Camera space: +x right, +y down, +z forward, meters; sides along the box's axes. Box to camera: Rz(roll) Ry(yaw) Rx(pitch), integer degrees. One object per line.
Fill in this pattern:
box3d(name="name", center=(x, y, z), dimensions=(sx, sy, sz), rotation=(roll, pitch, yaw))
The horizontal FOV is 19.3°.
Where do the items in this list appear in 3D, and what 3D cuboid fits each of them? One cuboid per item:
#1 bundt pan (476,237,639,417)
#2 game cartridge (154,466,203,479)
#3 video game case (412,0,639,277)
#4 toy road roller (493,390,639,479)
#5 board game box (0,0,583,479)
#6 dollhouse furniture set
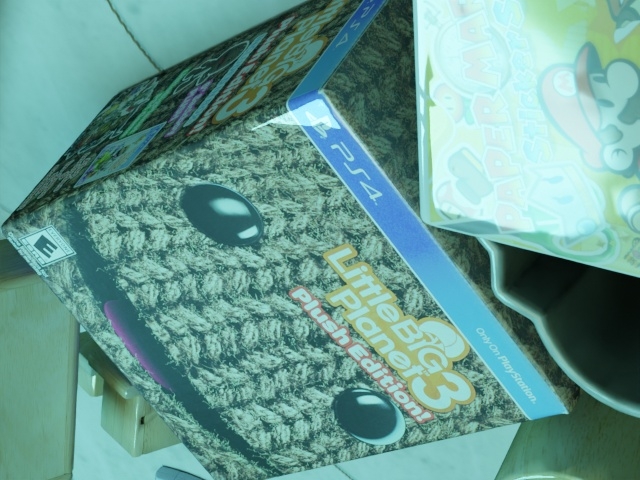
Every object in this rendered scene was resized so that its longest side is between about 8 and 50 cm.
box3d(name="bundt pan", center=(0.230, -0.052, 0.898), dimensions=(0.331, 0.124, 0.331), rotation=(19, 129, 25))
box3d(name="game cartridge", center=(-0.093, 0.209, 1.474), dimensions=(0.083, 0.017, 0.056), rotation=(24, 135, 12))
box3d(name="video game case", center=(0.136, -0.085, 0.839), dimensions=(0.206, 0.026, 0.227), rotation=(15, 126, 27))
box3d(name="toy road roller", center=(0.198, 0.220, 1.144), dimensions=(0.329, 0.202, 0.240), rotation=(47, 139, -16))
box3d(name="board game box", center=(0.000, 0.000, 1.112), dimensions=(0.291, 0.141, 0.232), rotation=(-20, 116, 44))
box3d(name="dollhouse furniture set", center=(-0.286, 0.016, 1.319), dimensions=(0.355, 0.303, 0.174), rotation=(37, 130, 43))
